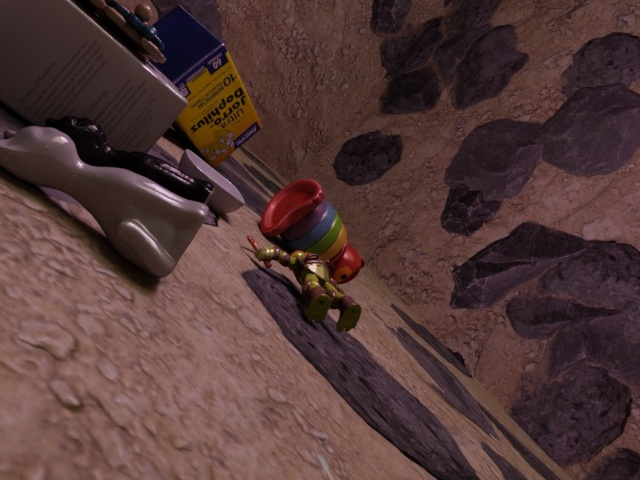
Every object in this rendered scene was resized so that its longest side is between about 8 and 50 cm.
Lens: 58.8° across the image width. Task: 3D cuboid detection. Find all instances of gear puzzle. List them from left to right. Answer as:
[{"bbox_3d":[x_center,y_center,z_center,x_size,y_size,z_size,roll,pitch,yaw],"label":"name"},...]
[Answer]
[{"bbox_3d":[-0.301,-0.335,0.815,0.175,0.044,0.339,40,0,-29],"label":"gear puzzle"}]

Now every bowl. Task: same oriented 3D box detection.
[{"bbox_3d":[-0.228,-0.113,1.146,0.142,0.053,0.142,40,7,-30],"label":"bowl"}]

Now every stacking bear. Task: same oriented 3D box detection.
[{"bbox_3d":[0.000,0.000,1.436,0.289,0.175,0.164,50,8,-29],"label":"stacking bear"}]

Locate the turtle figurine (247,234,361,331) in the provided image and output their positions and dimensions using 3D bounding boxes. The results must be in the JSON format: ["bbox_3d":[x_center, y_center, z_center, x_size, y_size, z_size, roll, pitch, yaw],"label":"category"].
[{"bbox_3d":[-0.005,0.077,1.052,0.269,0.087,0.217,39,6,-37],"label":"turtle figurine"}]

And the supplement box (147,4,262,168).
[{"bbox_3d":[-0.324,-0.388,1.495,0.195,0.194,0.356,45,-8,22],"label":"supplement box"}]

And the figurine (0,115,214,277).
[{"bbox_3d":[-0.231,-0.064,0.618,0.210,0.092,0.215,33,8,-15],"label":"figurine"}]

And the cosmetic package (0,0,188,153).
[{"bbox_3d":[-0.367,-0.260,0.732,0.366,0.155,0.197,39,5,-29],"label":"cosmetic package"}]
